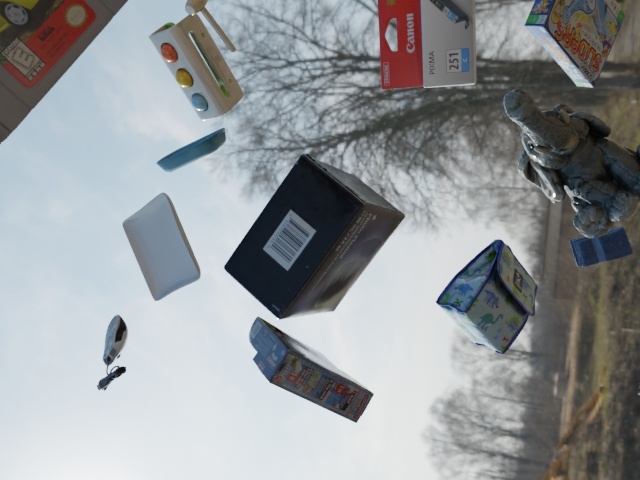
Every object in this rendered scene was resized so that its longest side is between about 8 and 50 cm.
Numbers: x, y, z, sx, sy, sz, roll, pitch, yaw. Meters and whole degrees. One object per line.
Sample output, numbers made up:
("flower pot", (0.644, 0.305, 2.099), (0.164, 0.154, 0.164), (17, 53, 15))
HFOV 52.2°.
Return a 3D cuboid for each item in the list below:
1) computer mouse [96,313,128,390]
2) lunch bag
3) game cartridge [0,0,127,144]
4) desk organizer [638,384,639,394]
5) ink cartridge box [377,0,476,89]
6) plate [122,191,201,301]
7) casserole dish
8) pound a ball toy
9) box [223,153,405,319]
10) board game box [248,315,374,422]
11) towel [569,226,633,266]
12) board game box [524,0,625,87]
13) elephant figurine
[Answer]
("computer mouse", (-0.478, 0.257, 1.532), (0.042, 0.106, 0.193), (24, -143, -28))
("lunch bag", (0.295, 0.093, 1.105), (0.129, 0.096, 0.151), (46, -106, -27))
("game cartridge", (-0.375, -0.280, 0.775), (0.196, 0.060, 0.294), (44, -119, -31))
("desk organizer", (0.298, 0.070, 0.538), (0.047, 0.050, 0.130), (28, -105, -54))
("ink cartridge box", (0.279, -0.556, 1.734), (0.066, 0.261, 0.296), (-39, -53, -71))
("plate", (-0.477, 0.022, 1.989), (0.045, 0.278, 0.277), (-22, -93, -47))
("casserole dish", (-0.295, -0.207, 1.520), (0.037, 0.188, 0.114), (62, -158, -16))
("pound a ball toy", (-0.337, -0.499, 1.802), (0.136, 0.208, 0.319), (-53, -54, -35))
("box", (0.000, 0.000, 1.418), (0.296, 0.182, 0.294), (-54, -19, 12))
("board game box", (-0.018, 0.217, 1.073), (0.060, 0.194, 0.194), (-57, 21, -3))
("towel", (0.616, 0.016, 1.435), (0.029, 0.119, 0.067), (48, -149, -61))
("board game box", (0.410, -0.351, 1.041), (0.201, 0.035, 0.136), (23, -90, -43))
("elephant figurine", (0.370, -0.135, 0.971), (0.169, 0.239, 0.186), (-47, -9, -29))
